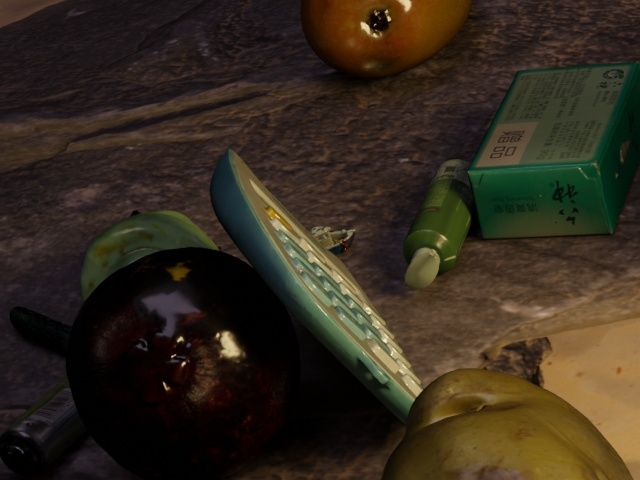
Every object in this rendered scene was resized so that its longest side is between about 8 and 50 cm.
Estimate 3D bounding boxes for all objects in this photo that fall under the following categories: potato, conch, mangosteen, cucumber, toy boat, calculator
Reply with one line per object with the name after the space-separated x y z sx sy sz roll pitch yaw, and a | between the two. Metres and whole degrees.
0.148 0.218 1.433 0.218 0.202 0.351 1 24 7 | potato
-0.177 0.028 2.034 0.143 0.137 0.250 -35 3 20 | conch
-0.124 0.122 1.748 0.228 0.228 0.265 -10 -7 10 | mangosteen
-0.313 0.099 2.040 0.032 0.032 0.133 -36 35 -31 | cucumber
0.000 0.000 2.052 0.083 0.038 0.038 -12 29 9 | toy boat
0.000 0.051 1.759 0.054 0.256 0.386 -43 27 2 | calculator

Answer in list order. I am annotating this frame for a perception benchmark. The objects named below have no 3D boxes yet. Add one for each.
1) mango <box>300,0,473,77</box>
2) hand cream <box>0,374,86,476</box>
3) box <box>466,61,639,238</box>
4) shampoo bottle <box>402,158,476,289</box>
0.098 -0.322 2.435 0.211 0.173 0.317 -8 17 26 | mango
-0.255 0.171 1.880 0.086 0.055 0.235 3 26 26 | hand cream
0.273 -0.104 2.039 0.153 0.092 0.245 -2 31 25 | box
0.132 -0.015 1.984 0.065 0.065 0.204 -3 31 22 | shampoo bottle
